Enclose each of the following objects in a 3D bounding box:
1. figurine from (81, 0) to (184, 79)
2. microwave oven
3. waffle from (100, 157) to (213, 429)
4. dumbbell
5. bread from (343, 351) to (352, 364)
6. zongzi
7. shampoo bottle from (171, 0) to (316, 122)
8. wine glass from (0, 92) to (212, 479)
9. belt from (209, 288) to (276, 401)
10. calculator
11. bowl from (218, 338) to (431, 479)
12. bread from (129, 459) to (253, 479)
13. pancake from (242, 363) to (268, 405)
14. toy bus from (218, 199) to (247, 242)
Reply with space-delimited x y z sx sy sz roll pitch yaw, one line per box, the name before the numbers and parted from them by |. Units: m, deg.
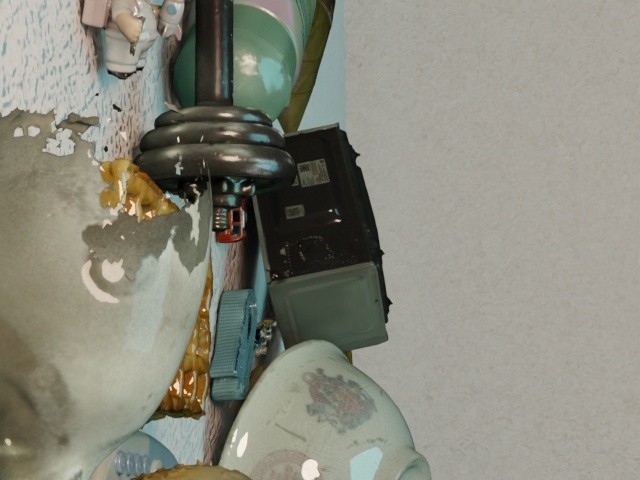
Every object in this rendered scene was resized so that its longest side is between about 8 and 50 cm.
figurine | -0.177 -0.269 1.096 0.137 0.112 0.229 -50 152 -66
microwave oven | 0.000 0.000 1.789 0.237 0.181 0.295 80 -1 -50
waffle | -0.178 0.064 1.076 0.308 0.091 0.212 51 39 -75
dumbbell | -0.115 -0.211 1.246 0.179 0.179 0.406 38 50 -79
bread | -0.015 0.156 1.985 0.380 0.109 0.185 -101 171 -48
zongzi | -0.063 -0.294 1.793 0.274 0.145 0.300 -35 129 -75
shampoo bottle | -0.095 -0.262 1.493 0.349 0.151 0.221 -81 173 -53
wine glass | -0.175 0.082 0.775 0.190 0.191 0.357 70 23 -65
belt | -0.115 0.155 1.609 0.100 0.065 0.179 68 22 -45
calculator | -0.183 0.294 1.165 0.302 0.042 0.188 70 19 -64
bowl | 0.036 0.371 1.643 0.435 0.196 0.434 -30 125 -55
bread | -0.138 0.327 0.967 0.305 0.159 0.305 12 90 -67
pancake | -0.083 0.326 1.817 0.282 0.049 0.282 -2 90 -82
toy bus | -0.125 -0.051 1.613 0.031 0.043 0.110 9 79 -82
